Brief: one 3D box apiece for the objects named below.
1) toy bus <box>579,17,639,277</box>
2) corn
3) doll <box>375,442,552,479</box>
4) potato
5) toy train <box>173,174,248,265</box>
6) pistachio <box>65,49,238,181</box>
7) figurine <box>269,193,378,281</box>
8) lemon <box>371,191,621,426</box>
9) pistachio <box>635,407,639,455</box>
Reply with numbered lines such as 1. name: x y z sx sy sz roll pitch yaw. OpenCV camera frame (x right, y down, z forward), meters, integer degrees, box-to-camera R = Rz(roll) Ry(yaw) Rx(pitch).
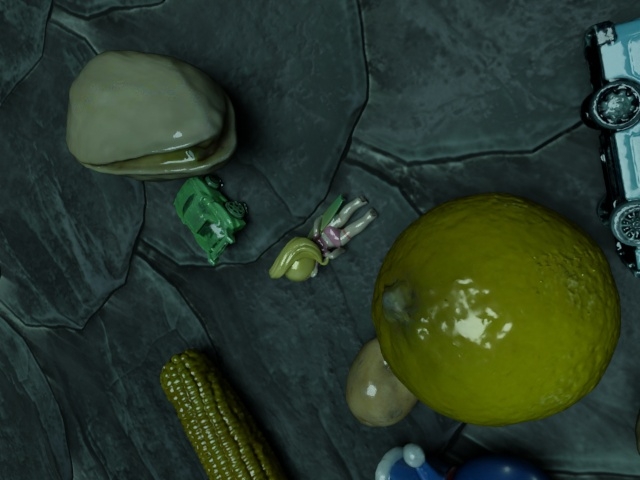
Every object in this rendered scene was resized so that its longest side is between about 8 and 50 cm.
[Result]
1. toy bus: 0.385 -0.112 0.592 0.165 0.133 0.271 -11 97 22
2. corn: -0.156 0.351 0.936 0.120 0.120 0.363 -33 86 26
3. doll: 0.201 0.370 0.749 0.257 0.161 0.215 -8 124 38
4. potato: 0.090 0.209 0.804 0.112 0.112 0.147 19 100 21
5. toy train: -0.187 -0.038 0.905 0.149 0.081 0.099 47 116 11
6. pistachio: -0.258 -0.184 0.838 0.332 0.226 0.207 17 143 29
7. figurine: 0.000 0.000 0.831 0.187 0.083 0.083 -36 83 16
8. lemon: 0.197 0.079 0.634 0.293 0.293 0.293 5 101 25
9. pistachio: 0.449 0.198 0.616 0.130 0.131 0.206 13 110 -20
